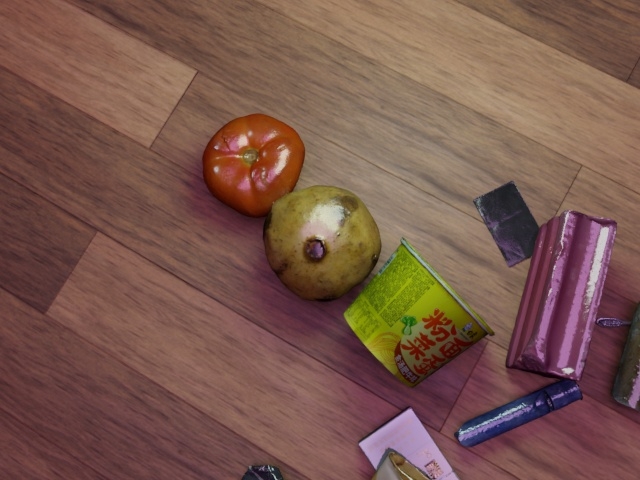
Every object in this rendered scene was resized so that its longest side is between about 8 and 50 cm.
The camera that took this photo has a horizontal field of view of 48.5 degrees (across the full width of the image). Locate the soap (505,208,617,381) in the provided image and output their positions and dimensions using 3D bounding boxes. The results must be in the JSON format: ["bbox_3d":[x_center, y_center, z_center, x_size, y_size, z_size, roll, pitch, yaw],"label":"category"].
[{"bbox_3d":[0.536,0.130,1.606,0.128,0.233,0.360,16,82,4],"label":"soap"}]

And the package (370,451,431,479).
[{"bbox_3d":[0.165,0.660,1.541,0.165,0.221,0.311,25,100,-25],"label":"package"}]

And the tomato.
[{"bbox_3d":[-0.162,-0.185,1.750,0.259,0.180,0.260,-1,76,4],"label":"tomato"}]

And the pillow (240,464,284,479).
[{"bbox_3d":[-0.129,0.686,1.622,0.161,0.092,0.335,4,78,9],"label":"pillow"}]

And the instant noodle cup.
[{"bbox_3d":[0.212,0.175,1.612,0.221,0.311,0.311,-43,79,6],"label":"instant noodle cup"}]

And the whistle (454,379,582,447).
[{"bbox_3d":[0.456,0.402,1.650,0.304,0.062,0.062,-23,78,-1],"label":"whistle"}]

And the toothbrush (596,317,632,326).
[{"bbox_3d":[0.834,0.201,1.675,0.353,0.029,0.024,2,92,4],"label":"toothbrush"}]

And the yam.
[{"bbox_3d":[0.741,0.259,1.622,0.093,0.093,0.259,17,90,7],"label":"yam"}]

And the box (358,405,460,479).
[{"bbox_3d":[0.215,0.526,1.639,0.155,0.067,0.243,-35,79,-1],"label":"box"}]

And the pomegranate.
[{"bbox_3d":[0.000,0.000,1.664,0.281,0.281,0.281,-1,79,4],"label":"pomegranate"}]

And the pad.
[{"bbox_3d":[0.473,-0.043,1.763,0.116,0.004,0.193,-26,78,-1],"label":"pad"}]
